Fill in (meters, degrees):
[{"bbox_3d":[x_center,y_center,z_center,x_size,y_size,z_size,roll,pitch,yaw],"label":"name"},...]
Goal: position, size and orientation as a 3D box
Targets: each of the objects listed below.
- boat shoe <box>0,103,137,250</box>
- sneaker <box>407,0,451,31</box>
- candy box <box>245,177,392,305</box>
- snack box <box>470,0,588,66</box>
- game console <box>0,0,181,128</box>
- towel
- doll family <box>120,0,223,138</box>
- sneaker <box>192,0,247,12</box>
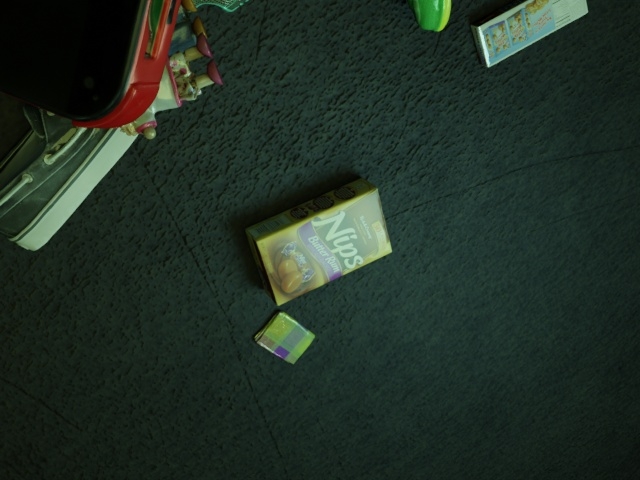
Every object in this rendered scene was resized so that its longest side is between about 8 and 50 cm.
[{"bbox_3d":[-0.283,-0.129,0.968,0.102,0.108,0.301,34,103,-36],"label":"boat shoe"},{"bbox_3d":[0.071,-0.376,1.036,0.123,0.109,0.296,-25,127,14],"label":"sneaker"},{"bbox_3d":[0.000,0.000,1.196,0.186,0.053,0.109,-25,121,-15],"label":"candy box"},{"bbox_3d":[0.296,-0.312,1.210,0.178,0.022,0.064,-30,124,-11],"label":"snack box"},{"bbox_3d":[-0.271,-0.322,0.782,0.341,0.060,0.387,24,111,13],"label":"game console"},{"bbox_3d":[-0.051,0.142,1.263,0.083,0.009,0.060,38,93,-35],"label":"towel"},{"bbox_3d":[-0.212,-0.233,0.892,0.163,0.118,0.263,-20,99,0],"label":"doll family"},{"bbox_3d":[-0.097,-0.304,1.006,0.166,0.065,0.076,-7,133,-20],"label":"sneaker"}]
